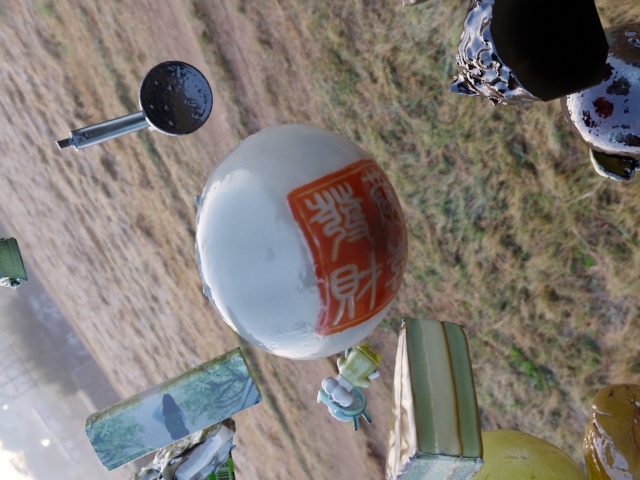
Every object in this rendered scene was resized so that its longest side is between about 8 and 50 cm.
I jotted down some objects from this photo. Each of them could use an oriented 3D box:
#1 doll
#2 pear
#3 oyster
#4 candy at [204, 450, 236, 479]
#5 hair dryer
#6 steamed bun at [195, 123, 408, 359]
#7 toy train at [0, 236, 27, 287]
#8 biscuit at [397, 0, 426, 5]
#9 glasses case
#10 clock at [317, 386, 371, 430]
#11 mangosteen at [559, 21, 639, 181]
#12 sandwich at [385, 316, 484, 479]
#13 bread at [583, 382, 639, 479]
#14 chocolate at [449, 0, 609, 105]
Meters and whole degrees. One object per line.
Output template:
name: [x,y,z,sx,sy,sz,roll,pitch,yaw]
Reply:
doll: [0.074,0.321,1.738,0.106,0.162,0.062,39,172,28]
pear: [0.363,0.540,1.404,0.348,0.348,0.348,43,154,28]
oyster: [-0.293,0.447,1.462,0.114,0.351,0.238,34,171,21]
candy: [-0.236,0.501,1.601,0.032,0.102,0.178,118,145,-47]
hair dryer: [-0.412,-0.248,1.617,0.156,0.284,0.320,56,154,-12]
steamed bun: [0.000,0.000,1.132,0.241,0.374,0.375,-3,120,36]
toy train: [-0.535,0.037,1.229,0.056,0.038,0.093,8,-124,-62]
biscuit: [0.118,-0.592,1.182,0.407,0.091,0.408,158,90,-86]
glasses case: [-0.237,0.275,1.185,0.062,0.272,0.095,-142,28,-79]
clock: [0.064,0.400,1.774,0.135,0.101,0.041,43,135,36]
mangosteen: [0.593,-0.268,1.375,0.288,0.288,0.288,43,154,28]
sandwich: [0.111,0.181,0.778,0.114,0.079,0.163,109,165,-47]
bread: [0.587,0.392,1.326,0.270,0.195,0.143,-86,0,-47]
chocolate: [0.267,-0.287,1.066,0.177,0.224,0.207,-15,94,59]
